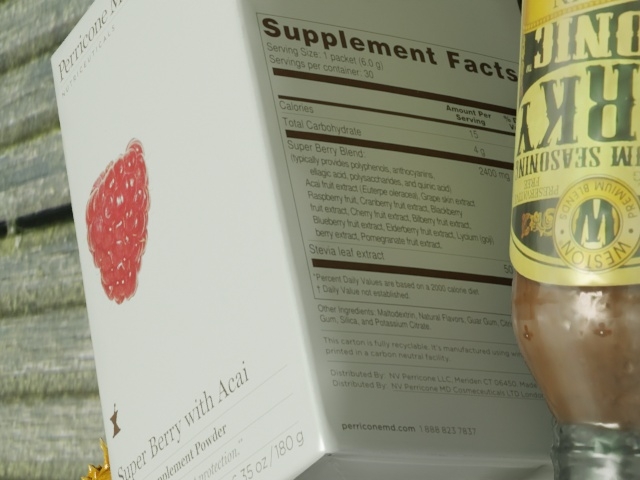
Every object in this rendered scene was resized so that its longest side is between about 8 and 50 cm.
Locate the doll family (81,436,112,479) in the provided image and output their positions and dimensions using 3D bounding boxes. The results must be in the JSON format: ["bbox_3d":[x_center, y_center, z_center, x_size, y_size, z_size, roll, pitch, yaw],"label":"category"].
[{"bbox_3d":[-0.072,0.147,0.968,0.163,0.118,0.263,-39,51,48],"label":"doll family"}]

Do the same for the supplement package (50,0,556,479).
[{"bbox_3d":[0.000,0.000,0.827,0.177,0.175,0.293,-42,51,46],"label":"supplement package"}]

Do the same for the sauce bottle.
[{"bbox_3d":[0.131,-0.016,0.695,0.111,0.111,0.344,-11,75,57],"label":"sauce bottle"}]
